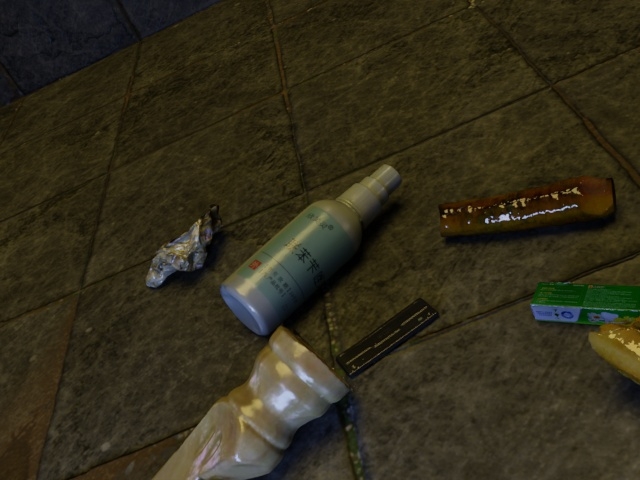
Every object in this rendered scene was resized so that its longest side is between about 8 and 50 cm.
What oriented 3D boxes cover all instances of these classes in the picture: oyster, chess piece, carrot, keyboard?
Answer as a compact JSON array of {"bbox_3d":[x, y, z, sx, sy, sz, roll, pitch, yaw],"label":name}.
[{"bbox_3d":[-0.252,0.021,1.430,0.191,0.081,0.163,-37,7,14],"label":"oyster"},{"bbox_3d":[-0.104,0.253,0.974,0.301,0.137,0.137,-46,35,-4],"label":"chess piece"},{"bbox_3d":[0.297,-0.047,1.118,0.260,0.070,0.070,-9,38,30],"label":"carrot"},{"bbox_3d":[0.093,0.135,1.068,0.155,0.010,0.053,-34,33,-8],"label":"keyboard"}]

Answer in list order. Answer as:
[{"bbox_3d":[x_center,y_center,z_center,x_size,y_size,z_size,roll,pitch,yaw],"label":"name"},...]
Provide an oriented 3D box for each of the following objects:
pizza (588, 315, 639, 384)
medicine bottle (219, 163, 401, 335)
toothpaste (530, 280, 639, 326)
[{"bbox_3d":[0.459,0.107,0.759,0.258,0.087,0.268,-36,46,-8],"label":"pizza"},{"bbox_3d":[0.000,0.000,1.226,0.352,0.110,0.110,-42,36,-20],"label":"medicine bottle"},{"bbox_3d":[0.352,0.079,0.934,0.179,0.037,0.043,0,47,36],"label":"toothpaste"}]
